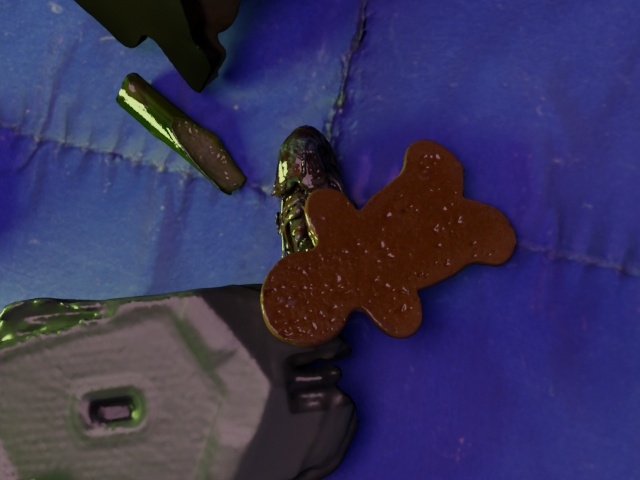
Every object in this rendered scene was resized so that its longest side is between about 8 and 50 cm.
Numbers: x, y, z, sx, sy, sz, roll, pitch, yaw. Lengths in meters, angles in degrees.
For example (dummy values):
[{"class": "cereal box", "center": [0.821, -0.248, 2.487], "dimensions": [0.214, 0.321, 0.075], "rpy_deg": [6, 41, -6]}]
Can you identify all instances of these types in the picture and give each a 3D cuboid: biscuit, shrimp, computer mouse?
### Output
[{"class": "biscuit", "center": [0.052, 0.014, 1.110], "dimensions": [0.250, 0.036, 0.165], "rpy_deg": [-34, 79, -13]}, {"class": "shrimp", "center": [0.000, 0.000, 1.160], "dimensions": [0.090, 0.079, 0.233], "rpy_deg": [-8, 85, 24]}, {"class": "computer mouse", "center": [-0.174, 0.161, 1.170], "dimensions": [0.429, 0.145, 0.228], "rpy_deg": [-7, 86, 9]}]

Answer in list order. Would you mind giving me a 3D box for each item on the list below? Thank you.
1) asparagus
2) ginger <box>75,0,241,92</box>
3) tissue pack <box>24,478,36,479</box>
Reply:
[{"class": "asparagus", "center": [-0.150, -0.115, 1.250], "dimensions": [0.178, 0.041, 0.045], "rpy_deg": [40, 105, 20]}, {"class": "ginger", "center": [-0.155, -0.367, 1.196], "dimensions": [0.413, 0.358, 0.211], "rpy_deg": [28, 58, 28]}, {"class": "tissue pack", "center": [-0.314, 0.407, 1.121], "dimensions": [0.242, 0.125, 0.344], "rpy_deg": [-16, 108, 20]}]
